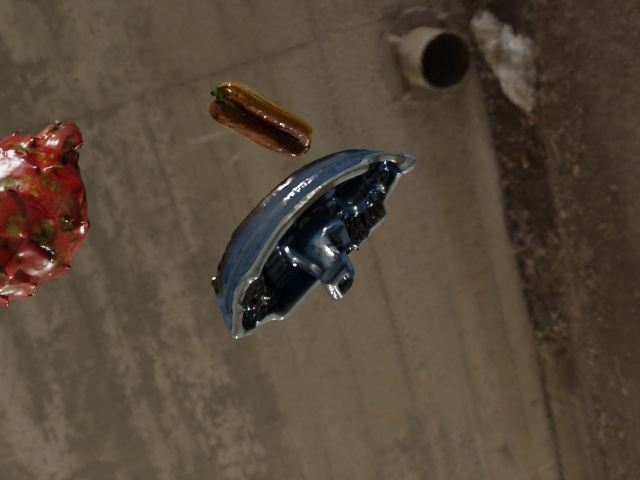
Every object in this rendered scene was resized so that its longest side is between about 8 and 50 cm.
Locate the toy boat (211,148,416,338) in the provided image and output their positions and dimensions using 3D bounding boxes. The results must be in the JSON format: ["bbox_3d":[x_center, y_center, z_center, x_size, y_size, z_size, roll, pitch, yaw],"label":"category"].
[{"bbox_3d":[0.000,0.000,1.231,0.142,0.309,0.129,34,162,35],"label":"toy boat"}]

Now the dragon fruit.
[{"bbox_3d":[-0.404,-0.042,1.387,0.205,0.268,0.210,26,166,15],"label":"dragon fruit"}]

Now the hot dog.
[{"bbox_3d":[-0.092,-0.184,1.577,0.188,0.072,0.055,28,-163,-26],"label":"hot dog"}]
